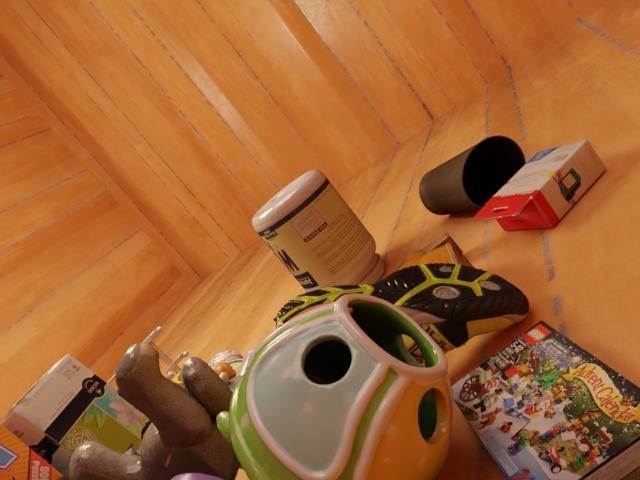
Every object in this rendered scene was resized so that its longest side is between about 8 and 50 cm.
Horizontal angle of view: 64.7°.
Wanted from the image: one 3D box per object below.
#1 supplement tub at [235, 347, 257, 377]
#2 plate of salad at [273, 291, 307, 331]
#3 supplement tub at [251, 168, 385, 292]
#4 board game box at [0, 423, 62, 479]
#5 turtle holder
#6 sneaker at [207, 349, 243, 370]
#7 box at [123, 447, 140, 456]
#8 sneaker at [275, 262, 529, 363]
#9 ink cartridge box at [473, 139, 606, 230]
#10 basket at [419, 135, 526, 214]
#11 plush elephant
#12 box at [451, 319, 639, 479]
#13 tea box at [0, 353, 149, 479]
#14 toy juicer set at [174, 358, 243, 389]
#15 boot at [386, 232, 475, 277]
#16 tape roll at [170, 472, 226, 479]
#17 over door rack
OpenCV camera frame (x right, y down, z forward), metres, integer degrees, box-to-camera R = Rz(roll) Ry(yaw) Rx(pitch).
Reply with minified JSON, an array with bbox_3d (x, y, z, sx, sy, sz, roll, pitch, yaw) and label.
[{"bbox_3d":[-0.148,0.298,1.107,0.071,0.071,0.107,-32,22,30],"label":"supplement tub"},{"bbox_3d":[-0.066,0.197,1.496,0.200,0.048,0.200,-37,13,10],"label":"plate of salad"},{"bbox_3d":[0.000,0.000,1.351,0.235,0.325,0.235,-37,12,9],"label":"supplement tub"},{"bbox_3d":[-0.729,0.477,0.786,0.356,0.356,0.356,-55,-4,18],"label":"board game box"},{"bbox_3d":[0.039,0.207,0.559,0.227,0.243,0.320,-61,25,19],"label":"turtle holder"},{"bbox_3d":[-0.320,0.406,1.387,0.270,0.090,0.145,-36,11,-3],"label":"sneaker"},{"bbox_3d":[-0.369,0.547,0.794,0.279,0.177,0.290,-41,12,-5],"label":"box"},{"bbox_3d":[0.129,0.137,0.789,0.385,0.147,0.145,-9,22,-1],"label":"sneaker"},{"bbox_3d":[0.432,-0.092,1.005,0.231,0.078,0.134,-42,12,-16],"label":"ink cartridge box"},{"bbox_3d":[0.360,-0.144,1.258,0.204,0.154,0.227,-42,9,-20],"label":"basket"},{"bbox_3d":[-0.176,0.288,0.827,0.255,0.330,0.271,-57,-9,-71],"label":"plush elephant"},{"bbox_3d":[0.254,0.192,0.567,0.159,0.044,0.233,-38,12,3],"label":"box"},{"bbox_3d":[-0.557,0.496,1.088,0.329,0.323,0.220,-47,10,14],"label":"tea box"},{"bbox_3d":[-0.229,0.346,1.162,0.329,0.089,0.209,-15,21,22],"label":"toy juicer set"},{"bbox_3d":[0.200,0.095,0.996,0.211,0.104,0.295,-42,6,12],"label":"boot"},{"bbox_3d":[-0.137,0.392,0.641,0.189,0.189,0.080,-31,15,32],"label":"tape roll"},{"bbox_3d":[-0.462,0.419,1.403,0.108,0.239,0.324,-37,10,38],"label":"over door rack"}]
